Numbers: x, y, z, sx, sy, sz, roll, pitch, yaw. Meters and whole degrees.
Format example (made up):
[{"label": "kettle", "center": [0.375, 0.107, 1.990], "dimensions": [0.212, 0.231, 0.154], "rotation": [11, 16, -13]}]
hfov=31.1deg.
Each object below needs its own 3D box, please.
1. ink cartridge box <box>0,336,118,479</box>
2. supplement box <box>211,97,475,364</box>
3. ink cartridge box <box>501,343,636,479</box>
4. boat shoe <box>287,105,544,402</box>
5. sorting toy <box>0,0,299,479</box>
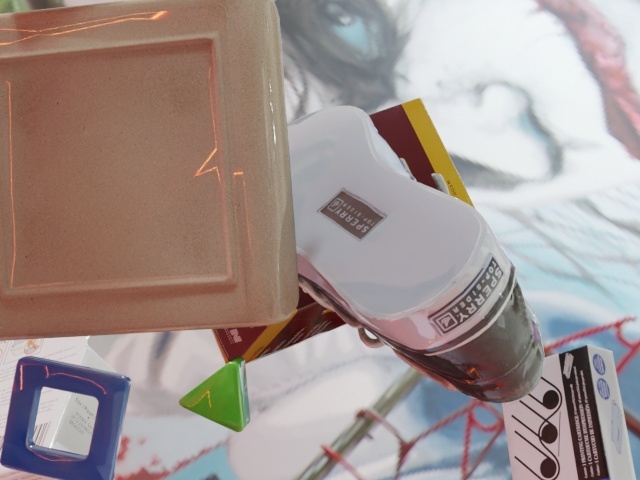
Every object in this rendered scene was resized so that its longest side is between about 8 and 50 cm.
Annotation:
[{"label": "ink cartridge box", "center": [-0.329, 0.159, 1.166], "dimensions": [0.296, 0.066, 0.261], "rotation": [-18, 40, 28]}, {"label": "supplement box", "center": [0.000, 0.000, 0.975], "dimensions": [0.194, 0.129, 0.191], "rotation": [-20, -12, -20]}, {"label": "ink cartridge box", "center": [0.214, 0.201, 0.974], "dimensions": [0.046, 0.207, 0.097], "rotation": [16, -31, -42]}, {"label": "boat shoe", "center": [0.040, 0.003, 0.708], "dimensions": [0.113, 0.306, 0.105], "rotation": [-43, -60, -8]}, {"label": "sorting toy", "center": [-0.113, -0.041, 0.639], "dimensions": [0.047, 0.196, 0.347], "rotation": [-12, -82, -85]}]
